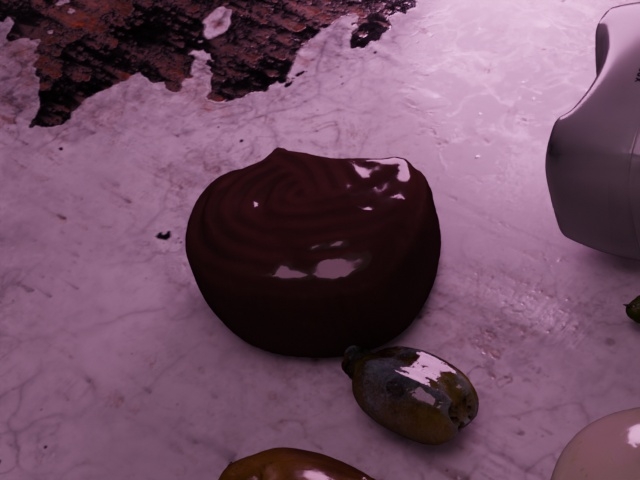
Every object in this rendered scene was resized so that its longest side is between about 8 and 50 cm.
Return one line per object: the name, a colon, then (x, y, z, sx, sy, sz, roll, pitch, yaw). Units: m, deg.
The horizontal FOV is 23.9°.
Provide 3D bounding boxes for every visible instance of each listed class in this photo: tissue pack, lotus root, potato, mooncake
tissue pack: (0.447, -0.141, 1.932, 0.236, 0.229, 0.333, 10, 54, 27)
lotus root: (0.103, 0.182, 1.857, 0.192, 0.088, 0.113, 24, 44, 35)
potato: (0.031, 0.323, 1.672, 0.369, 0.195, 0.176, 10, 46, 30)
mooncake: (0.000, 0.000, 2.000, 0.334, 0.174, 0.326, -35, 46, -12)

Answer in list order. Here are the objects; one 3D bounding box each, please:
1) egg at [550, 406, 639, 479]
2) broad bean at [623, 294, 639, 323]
egg: (0.369, 0.311, 1.523, 0.283, 0.283, 0.345, -31, 35, -10)
broad bean: (0.500, 0.068, 1.850, 0.256, 0.052, 0.052, -11, 33, 6)
